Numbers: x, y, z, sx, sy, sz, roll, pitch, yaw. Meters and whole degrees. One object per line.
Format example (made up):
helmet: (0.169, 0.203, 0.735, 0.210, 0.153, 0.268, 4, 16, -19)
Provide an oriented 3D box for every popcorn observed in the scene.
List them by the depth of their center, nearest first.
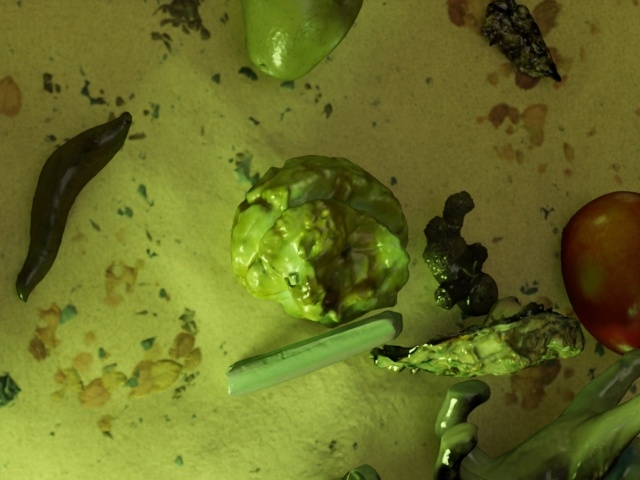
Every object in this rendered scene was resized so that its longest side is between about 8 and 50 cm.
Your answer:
popcorn: (0.000, 0.000, 1.923, 0.221, 0.183, 0.204, 11, 93, -34)

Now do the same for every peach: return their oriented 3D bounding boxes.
peach: (0.408, 0.042, 2.111, 0.190, 0.226, 0.196, -42, 141, 10)

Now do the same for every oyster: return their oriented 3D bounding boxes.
oyster: (0.193, 0.127, 1.967, 0.259, 0.198, 0.092, -15, 88, -15)
oyster: (0.272, -0.268, 2.142, 0.132, 0.029, 0.086, 26, 75, -16)

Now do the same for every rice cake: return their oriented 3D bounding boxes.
rice cake: (-0.010, 0.133, 1.900, 0.221, 0.080, 0.042, -19, 92, 10)

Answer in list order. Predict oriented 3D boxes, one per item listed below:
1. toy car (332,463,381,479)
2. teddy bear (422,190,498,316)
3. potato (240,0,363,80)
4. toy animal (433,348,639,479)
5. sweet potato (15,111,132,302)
toy car: (0.022, 0.370, 1.865, 0.172, 0.235, 0.158, -21, 104, -22)
teddy bear: (0.167, 0.027, 2.047, 0.119, 0.078, 0.160, -46, 120, -42)
potato: (-0.031, -0.291, 1.970, 0.157, 0.157, 0.194, 20, 90, -19)
toy animal: (0.299, 0.313, 1.993, 0.344, 0.194, 0.303, -9, 109, -6)
sweet potato: (-0.301, -0.050, 1.870, 0.069, 0.059, 0.249, 34, 77, -28)
